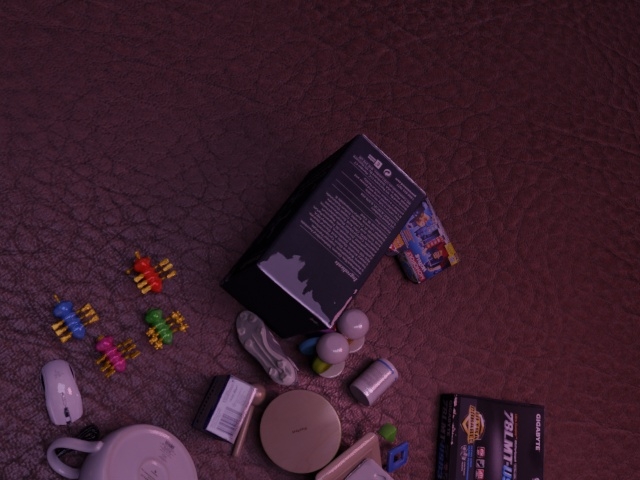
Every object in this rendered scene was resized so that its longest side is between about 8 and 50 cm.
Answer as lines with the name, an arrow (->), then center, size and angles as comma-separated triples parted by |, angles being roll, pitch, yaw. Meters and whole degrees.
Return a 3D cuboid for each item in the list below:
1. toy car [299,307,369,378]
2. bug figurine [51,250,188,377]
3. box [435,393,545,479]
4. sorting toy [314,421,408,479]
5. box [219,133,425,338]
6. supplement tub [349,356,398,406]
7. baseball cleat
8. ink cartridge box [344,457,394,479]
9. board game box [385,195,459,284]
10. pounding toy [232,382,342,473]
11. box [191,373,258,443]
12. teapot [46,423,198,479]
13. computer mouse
toy car -> 0.024, 0.223, 1.640 | 0.136, 0.159, 0.182 | 36, 65, 14
bug figurine -> -0.422, 0.161, 1.491 | 0.279, 0.072, 0.216 | -32, 99, -31
box -> 0.437, 0.554, 1.788 | 0.294, 0.073, 0.295 | 13, 75, -20
sorting toy -> 0.063, 0.550, 1.607 | 0.348, 0.047, 0.195 | -32, 128, -27
box -> 0.000, 0.000, 1.589 | 0.212, 0.293, 0.395 | 41, 66, -10
supplement tub -> 0.130, 0.341, 1.696 | 0.107, 0.071, 0.071 | -38, 95, -26
baseball cleat -> -0.123, 0.255, 1.609 | 0.072, 0.109, 0.205 | -35, 66, 0
ink cartridge box -> 0.149, 0.601, 1.566 | 0.082, 0.140, 0.190 | -38, 126, -17
board game box -> 0.236, 0.011, 1.820 | 0.194, 0.060, 0.194 | -26, 90, -25
pounding toy -> -0.064, 0.421, 1.592 | 0.237, 0.110, 0.182 | 9, 85, 8
box -> -0.208, 0.361, 1.505 | 0.072, 0.137, 0.126 | 30, 69, -14
teapot -> -0.385, 0.495, 1.381 | 0.253, 0.187, 0.256 | 8, 54, -50
computer mouse -> -0.523, 0.337, 1.425 | 0.106, 0.042, 0.192 | -15, 86, -25
